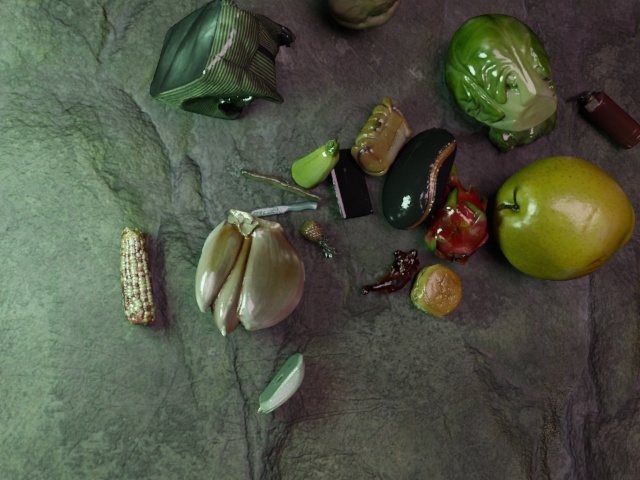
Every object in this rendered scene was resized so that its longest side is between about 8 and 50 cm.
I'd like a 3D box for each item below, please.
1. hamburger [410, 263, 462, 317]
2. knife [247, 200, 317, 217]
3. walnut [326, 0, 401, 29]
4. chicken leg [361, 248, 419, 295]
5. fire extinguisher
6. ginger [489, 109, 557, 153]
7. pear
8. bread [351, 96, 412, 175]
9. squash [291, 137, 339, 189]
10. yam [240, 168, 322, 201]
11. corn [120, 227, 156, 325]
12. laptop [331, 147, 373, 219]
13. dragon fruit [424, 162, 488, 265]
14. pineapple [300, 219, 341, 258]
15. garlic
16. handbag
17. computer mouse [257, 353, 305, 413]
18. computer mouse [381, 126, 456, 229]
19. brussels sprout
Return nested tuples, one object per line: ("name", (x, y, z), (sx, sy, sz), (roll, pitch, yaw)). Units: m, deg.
("hamburger", (0.334, 0.143, 1.795), (0.138, 0.083, 0.147), (30, 76, -20))
("knife", (-0.104, -0.084, 1.686), (0.210, 0.015, 0.028), (-9, 92, -22))
("walnut", (0.120, -0.708, 1.738), (0.248, 0.248, 0.248), (3, 81, -21))
("chicken leg", (0.205, 0.097, 1.767), (0.219, 0.048, 0.089), (-44, 96, -21))
("fire extinguisher", (0.961, -0.418, 2.123), (0.269, 0.105, 0.105), (35, 71, -14))
("ginger", (0.649, -0.374, 1.993), (0.290, 0.089, 0.137), (-20, 72, -19))
("pear", (0.696, -0.061, 1.830), (0.418, 0.362, 0.362), (6, 80, -26))
("bread", (0.173, -0.292, 1.786), (0.134, 0.081, 0.225), (44, 62, -23))
("squash", (0.000, -0.211, 1.638), (0.094, 0.224, 0.094), (6, 73, -20))
("yam", (-0.103, -0.150, 1.688), (0.234, 0.029, 0.027), (18, 87, -18))
("corn", (-0.437, 0.085, 1.495), (0.079, 0.079, 0.237), (-5, 84, -22))
("laptop", (0.083, -0.160, 1.744), (0.135, 0.016, 0.197), (-14, 88, -47))
("dragon fruit", (0.381, -0.072, 1.800), (0.198, 0.200, 0.269), (-6, 56, -11))
("pineapple", (0.000, 0.000, 1.704), (0.058, 0.058, 0.124), (-50, 115, -20))
("garlic", (-0.172, 0.089, 1.571), (0.279, 0.132, 0.325), (14, 75, -19))
("handbag", (-0.233, -0.426, 1.531), (0.240, 0.341, 0.247), (17, 78, -37))
("computer mouse", (-0.091, 0.370, 1.588), (0.056, 0.089, 0.181), (43, 71, -12))
("computer mouse", (0.270, -0.182, 1.761), (0.116, 0.183, 0.323), (35, 69, -38))
("brussels sprout", (0.530, -0.483, 1.842), (0.281, 0.289, 0.354), (-22, 64, -23))
